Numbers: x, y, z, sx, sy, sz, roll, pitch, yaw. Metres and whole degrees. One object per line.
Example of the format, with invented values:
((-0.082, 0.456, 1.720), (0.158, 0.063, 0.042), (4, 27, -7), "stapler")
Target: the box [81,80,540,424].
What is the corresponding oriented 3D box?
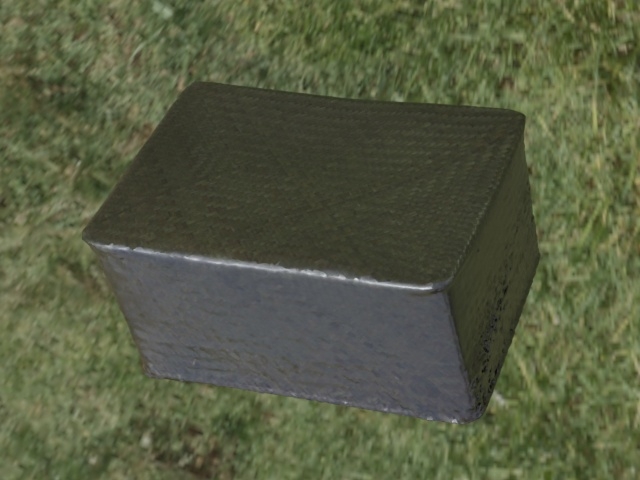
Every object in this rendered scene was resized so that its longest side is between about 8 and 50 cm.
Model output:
((0.001, 0.002, 0.964), (0.273, 0.184, 0.143), (7, 136, 23), "box")
